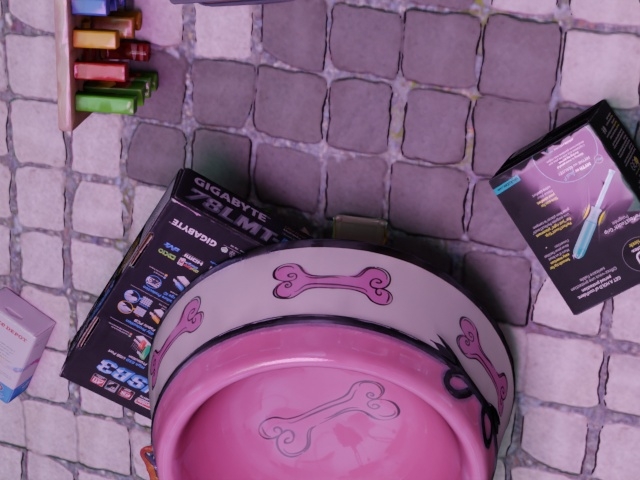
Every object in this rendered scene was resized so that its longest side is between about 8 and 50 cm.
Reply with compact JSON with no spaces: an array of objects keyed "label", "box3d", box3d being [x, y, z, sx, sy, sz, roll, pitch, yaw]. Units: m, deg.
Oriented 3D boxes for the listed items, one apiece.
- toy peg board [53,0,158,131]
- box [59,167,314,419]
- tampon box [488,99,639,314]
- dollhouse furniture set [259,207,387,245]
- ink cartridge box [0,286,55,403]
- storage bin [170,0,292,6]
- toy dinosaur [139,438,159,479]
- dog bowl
[{"label":"toy peg board","box3d":[-0.228,-0.214,1.295,0.079,0.161,0.161,4,111,3]},{"label":"box","box3d":[-0.099,0.105,1.333,0.295,0.073,0.293,28,124,-13]},{"label":"tampon box","box3d":[0.266,-0.033,1.171,0.120,0.101,0.161,-31,95,30]},{"label":"dollhouse furniture set","box3d":[0.000,0.000,1.343,0.151,0.058,0.076,6,104,1]},{"label":"ink cartridge box","box3d":[-0.410,0.136,1.552,0.088,0.052,0.122,34,119,8]},{"label":"storage bin","box3d":[-0.096,-0.289,1.240,0.135,0.091,0.098,1,109,22]},{"label":"toy dinosaur","box3d":[-0.205,0.293,1.511,0.047,0.090,0.082,0,153,34]},{"label":"dog bowl","box3d":[0.005,0.203,1.260,0.408,0.150,0.408,3,125,4]}]
